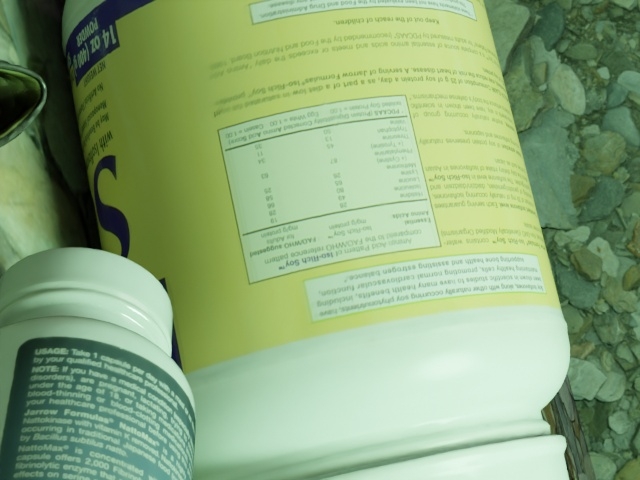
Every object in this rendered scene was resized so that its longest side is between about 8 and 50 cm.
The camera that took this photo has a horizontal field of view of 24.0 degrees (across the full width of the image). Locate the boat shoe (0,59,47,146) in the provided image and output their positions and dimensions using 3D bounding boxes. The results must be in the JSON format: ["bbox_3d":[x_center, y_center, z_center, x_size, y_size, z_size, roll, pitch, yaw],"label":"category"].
[{"bbox_3d":[-0.166,-0.058,0.657,0.152,0.049,0.056,-56,129,-70],"label":"boat shoe"}]

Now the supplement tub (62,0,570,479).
[{"bbox_3d":[0.000,0.000,0.830,0.241,0.241,0.331,26,50,-70],"label":"supplement tub"}]

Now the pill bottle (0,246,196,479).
[{"bbox_3d":[-0.105,0.094,0.612,0.180,0.108,0.108,-90,158,-44],"label":"pill bottle"}]
